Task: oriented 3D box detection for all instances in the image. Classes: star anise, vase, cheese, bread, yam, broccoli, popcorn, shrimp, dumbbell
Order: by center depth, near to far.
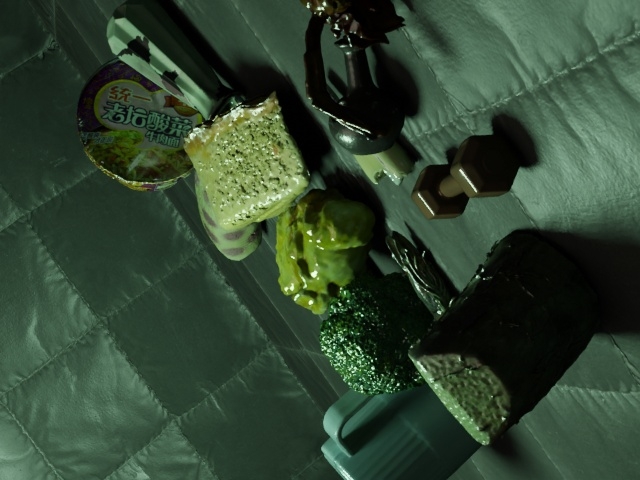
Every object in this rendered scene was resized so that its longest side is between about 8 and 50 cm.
[{"bbox_3d":[0.027,-0.304,1.229,0.347,0.148,0.237,70,165,-12],"label":"star anise"},{"bbox_3d":[0.260,0.138,1.288,0.202,0.271,0.201,45,162,6],"label":"yam"},{"bbox_3d":[0.205,-0.088,1.297,0.082,0.092,0.231,25,166,-8],"label":"dumbbell"},{"bbox_3d":[0.064,-0.227,1.385,0.120,0.120,0.183,26,131,59],"label":"vase"},{"bbox_3d":[0.069,-0.183,1.546,0.235,0.049,0.127,50,165,9],"label":"cheese"},{"bbox_3d":[0.235,0.099,1.680,0.296,0.058,0.169,52,159,-10],"label":"shrimp"},{"bbox_3d":[0.132,0.189,1.833,0.261,0.241,0.269,41,119,1],"label":"broccoli"},{"bbox_3d":[0.000,0.000,1.871,0.225,0.173,0.286,56,144,40],"label":"popcorn"},{"bbox_3d":[-0.102,-0.186,1.930,0.315,0.279,0.249,-19,91,36],"label":"bread"},{"bbox_3d":[-0.331,-0.402,2.064,0.360,0.165,0.165,44,162,16],"label":"vase"},{"bbox_3d":[-0.257,-0.091,2.498,0.187,0.155,0.338,53,166,19],"label":"bread"}]

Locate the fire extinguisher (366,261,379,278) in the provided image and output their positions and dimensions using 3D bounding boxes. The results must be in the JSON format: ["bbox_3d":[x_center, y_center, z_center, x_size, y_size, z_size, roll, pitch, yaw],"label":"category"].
[{"bbox_3d":[0.064,0.074,2.031,0.269,0.104,0.105,53,165,0],"label":"fire extinguisher"}]

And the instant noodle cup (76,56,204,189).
[{"bbox_3d":[-0.440,-0.268,2.281,0.340,0.339,0.266,53,165,3],"label":"instant noodle cup"}]

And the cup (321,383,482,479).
[{"bbox_3d":[0.184,0.436,1.986,0.257,0.311,0.331,43,169,24],"label":"cup"}]
